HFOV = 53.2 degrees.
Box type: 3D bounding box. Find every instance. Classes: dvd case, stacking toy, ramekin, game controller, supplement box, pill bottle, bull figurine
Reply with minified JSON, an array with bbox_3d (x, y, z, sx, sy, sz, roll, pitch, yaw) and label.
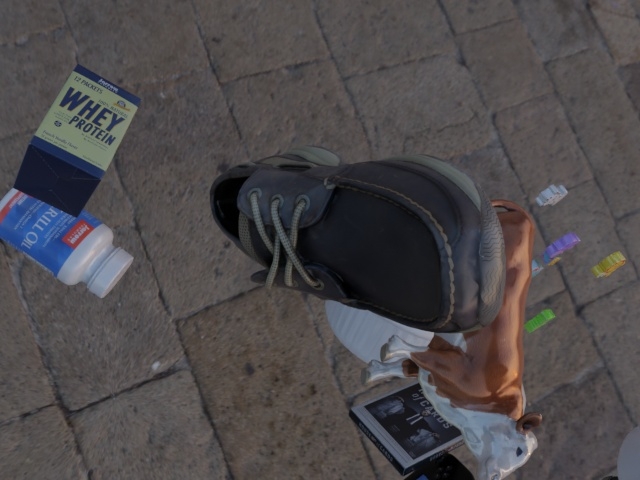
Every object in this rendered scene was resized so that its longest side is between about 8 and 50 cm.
[{"bbox_3d":[0.206,0.385,1.358,0.239,0.029,0.179,-13,37,-34],"label":"dvd case"},{"bbox_3d":[0.381,0.033,1.093,0.052,0.221,0.167,-5,55,-42],"label":"stacking toy"},{"bbox_3d":[0.131,0.118,1.105,0.273,0.273,0.127,23,113,-11],"label":"ramekin"},{"bbox_3d":[0.159,0.542,1.249,0.319,0.166,0.067,-36,93,-8],"label":"game controller"},{"bbox_3d":[-0.196,-0.078,0.516,0.056,0.083,0.083,28,57,-22],"label":"supplement box"},{"bbox_3d":[-0.442,-0.001,1.111,0.221,0.124,0.124,36,69,-7],"label":"pill bottle"},{"bbox_3d":[0.155,0.100,0.704,0.189,0.101,0.310,12,77,-11],"label":"bull figurine"}]

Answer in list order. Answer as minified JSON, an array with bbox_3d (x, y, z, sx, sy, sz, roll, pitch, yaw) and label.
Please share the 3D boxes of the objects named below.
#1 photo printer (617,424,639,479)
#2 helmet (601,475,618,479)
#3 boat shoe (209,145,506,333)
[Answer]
[{"bbox_3d":[0.430,0.227,0.486,0.256,0.307,0.107,36,67,-2],"label":"photo printer"},{"bbox_3d":[0.542,0.517,1.114,0.169,0.169,0.161,38,46,-6],"label":"helmet"},{"bbox_3d":[0.000,0.000,0.508,0.130,0.355,0.132,-13,104,-22],"label":"boat shoe"}]
